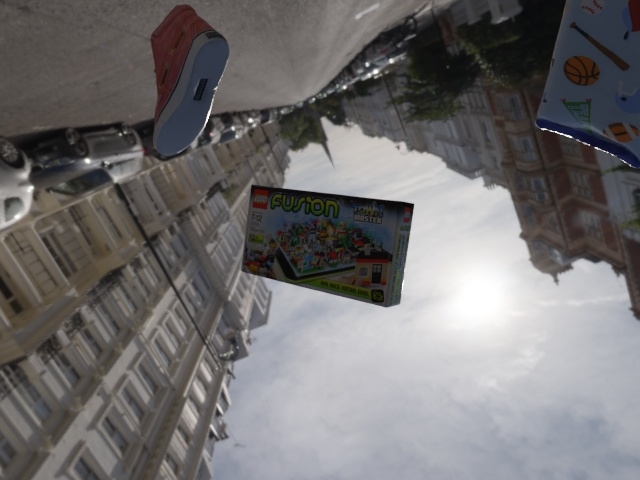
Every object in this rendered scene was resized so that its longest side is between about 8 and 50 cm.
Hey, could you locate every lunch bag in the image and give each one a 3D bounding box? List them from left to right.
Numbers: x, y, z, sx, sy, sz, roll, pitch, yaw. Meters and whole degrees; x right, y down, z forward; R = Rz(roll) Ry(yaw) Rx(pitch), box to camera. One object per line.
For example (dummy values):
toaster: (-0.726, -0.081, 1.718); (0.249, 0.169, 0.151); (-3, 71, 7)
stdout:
lunch bag: (0.540, -0.356, 0.670); (0.239, 0.327, 0.385); (36, -106, 26)

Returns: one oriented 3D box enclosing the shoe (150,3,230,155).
shoe: (-0.179, -0.198, 0.579); (0.064, 0.081, 0.178); (-15, 149, -50)

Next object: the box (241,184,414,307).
box: (0.000, 0.000, 0.539); (0.207, 0.114, 0.036); (10, -175, 33)
